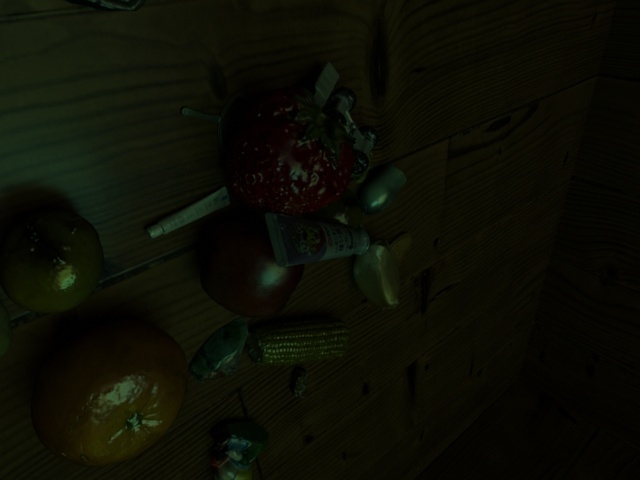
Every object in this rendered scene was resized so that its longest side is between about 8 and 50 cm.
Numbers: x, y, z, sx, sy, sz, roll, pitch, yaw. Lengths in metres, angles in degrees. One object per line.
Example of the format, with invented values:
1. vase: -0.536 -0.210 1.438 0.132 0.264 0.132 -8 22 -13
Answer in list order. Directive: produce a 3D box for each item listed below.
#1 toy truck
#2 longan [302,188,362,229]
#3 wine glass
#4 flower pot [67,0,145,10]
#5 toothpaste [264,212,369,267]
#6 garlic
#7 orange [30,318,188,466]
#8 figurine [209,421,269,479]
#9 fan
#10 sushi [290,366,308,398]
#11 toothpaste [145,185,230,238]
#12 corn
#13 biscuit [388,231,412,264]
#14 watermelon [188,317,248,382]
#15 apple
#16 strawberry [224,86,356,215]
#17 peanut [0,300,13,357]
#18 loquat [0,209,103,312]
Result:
1. toy truck: 0.044 -0.264 1.064 0.285 0.111 0.136 54 42 -35
2. longan: 0.025 -0.062 1.153 0.155 0.145 0.176 23 137 -30
3. wine glass: 0.153 -0.120 1.268 0.202 0.093 0.093 -49 137 -11
4. flower pot: -0.309 -0.448 0.635 0.103 0.108 0.229 -14 123 -39
5. toothpaste: 0.000 0.000 0.977 0.299 0.073 0.113 1 70 -52
6. garlic: 0.179 0.089 1.362 0.146 0.164 0.244 -22 123 -12
7. orange: -0.401 0.289 0.882 0.284 0.226 0.283 -28 133 -34
8. figurine: -0.263 0.640 1.298 0.185 0.127 0.234 22 107 -43
9. fan: -0.187 -0.245 0.937 0.220 0.009 0.131 4 110 -45
10. sushi: -0.066 0.445 1.415 0.052 0.055 0.120 -2 113 -36
11. toothpaste: -0.275 -0.057 0.950 0.190 0.031 0.048 -32 129 -30
12. corn: -0.052 0.289 1.286 0.345 0.131 0.131 3 111 -43
13. biscuit: 0.259 0.036 1.508 0.140 0.023 0.118 -40 134 -21
14. watermelon: -0.236 0.300 1.165 0.187 0.071 0.139 -45 140 -15
15. apple: -0.152 0.059 0.998 0.234 0.234 0.233 -22 126 -33
16. strawberry: -0.075 -0.155 0.933 0.258 0.257 0.277 5 145 -45
17. peanut: -0.588 0.118 0.691 0.137 0.122 0.253 -46 141 0
18. loquat: -0.447 0.038 0.753 0.150 0.172 0.204 3 155 -31
